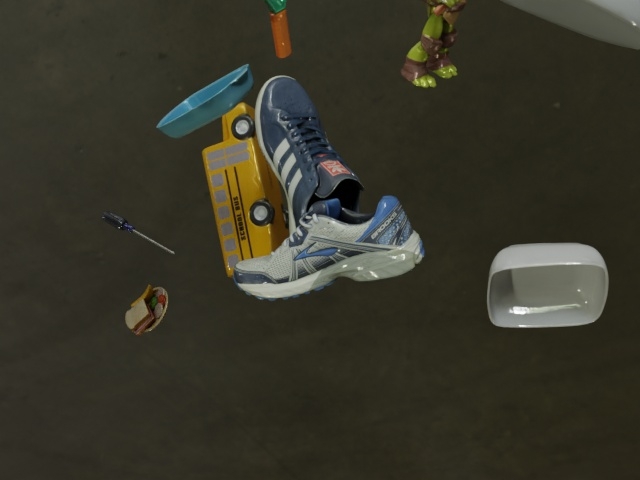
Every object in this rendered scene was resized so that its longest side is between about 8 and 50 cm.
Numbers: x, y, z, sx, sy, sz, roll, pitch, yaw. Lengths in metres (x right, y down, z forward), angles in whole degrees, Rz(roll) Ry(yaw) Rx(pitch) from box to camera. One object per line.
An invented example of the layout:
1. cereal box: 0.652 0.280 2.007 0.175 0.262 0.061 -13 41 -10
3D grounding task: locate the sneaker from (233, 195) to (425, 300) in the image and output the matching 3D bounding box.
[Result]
1. sneaker: 0.000 0.000 0.536 0.135 0.052 0.058 -13 106 17

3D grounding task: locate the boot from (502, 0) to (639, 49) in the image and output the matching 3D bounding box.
1. boot: 0.110 -0.207 0.426 0.258 0.095 0.123 22 98 -22

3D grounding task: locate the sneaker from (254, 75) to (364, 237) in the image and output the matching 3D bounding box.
1. sneaker: -0.003 -0.121 1.294 0.131 0.350 0.148 -15 174 -29

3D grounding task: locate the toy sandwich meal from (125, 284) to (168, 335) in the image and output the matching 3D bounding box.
1. toy sandwich meal: -0.280 0.110 1.270 0.086 0.085 0.029 -28 139 30

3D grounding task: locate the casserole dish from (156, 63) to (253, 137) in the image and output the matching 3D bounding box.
1. casserole dish: -0.174 -0.210 1.217 0.188 0.114 0.037 -19 116 39

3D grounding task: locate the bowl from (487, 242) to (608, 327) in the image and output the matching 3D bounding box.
1. bowl: 0.277 0.051 0.972 0.142 0.053 0.142 -3 142 11

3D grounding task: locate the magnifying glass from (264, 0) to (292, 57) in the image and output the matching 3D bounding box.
1. magnifying glass: -0.074 -0.403 1.301 0.092 0.026 0.231 -35 147 -21

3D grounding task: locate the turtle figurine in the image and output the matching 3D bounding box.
1. turtle figurine: 0.177 -0.334 1.128 0.087 0.269 0.217 24 126 12

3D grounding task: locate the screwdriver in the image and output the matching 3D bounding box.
1. screwdriver: -0.316 -0.012 1.380 0.170 0.025 0.024 25 103 20

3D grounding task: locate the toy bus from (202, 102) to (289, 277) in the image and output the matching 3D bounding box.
1. toy bus: -0.147 -0.099 1.586 0.130 0.332 0.108 -16 170 18
